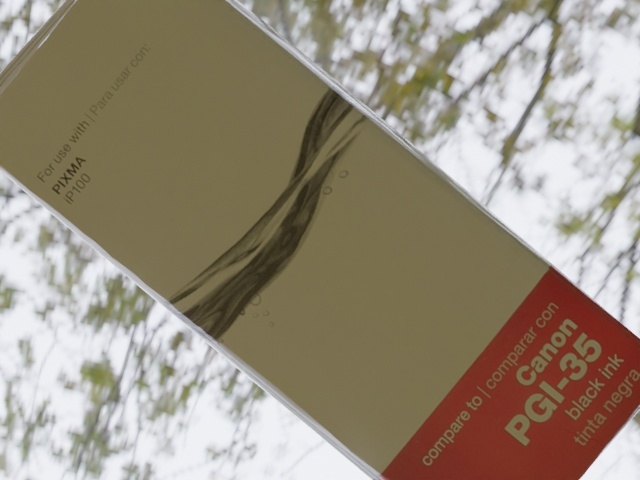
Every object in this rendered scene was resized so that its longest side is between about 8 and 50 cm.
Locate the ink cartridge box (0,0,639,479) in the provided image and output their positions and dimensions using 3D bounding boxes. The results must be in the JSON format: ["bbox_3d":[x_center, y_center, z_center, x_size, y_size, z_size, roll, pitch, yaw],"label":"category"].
[{"bbox_3d":[0.000,0.000,0.869,0.283,0.207,0.117,40,-87,0],"label":"ink cartridge box"}]
